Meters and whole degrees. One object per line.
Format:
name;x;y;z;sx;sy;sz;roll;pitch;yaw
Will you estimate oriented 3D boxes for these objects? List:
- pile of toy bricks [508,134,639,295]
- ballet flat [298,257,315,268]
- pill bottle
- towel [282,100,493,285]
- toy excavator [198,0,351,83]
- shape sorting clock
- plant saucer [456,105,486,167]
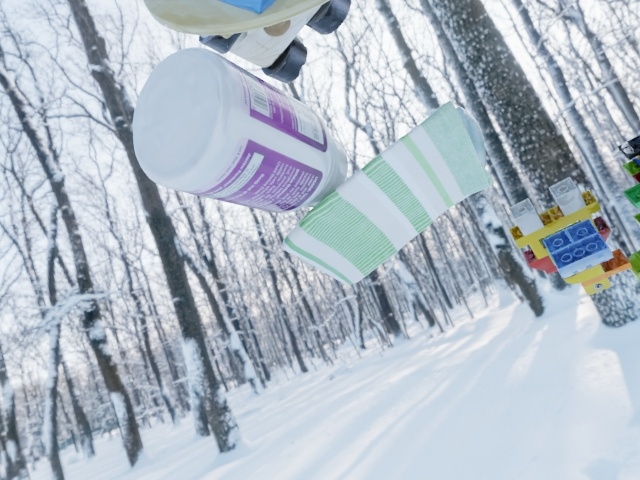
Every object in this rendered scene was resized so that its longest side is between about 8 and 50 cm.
pile of toy bricks;0.250;-0.008;0.318;0.212;0.105;0.118;-30;31;23
ballet flat;0.000;0.000;0.999;0.168;0.052;0.057;-54;4;41
pill bottle;-0.087;-0.129;0.676;0.169;0.170;0.301;-26;-19;27
towel;0.116;-0.051;0.797;0.324;0.038;0.247;-37;-34;15
toy excavator;-0.092;-0.632;0.991;0.222;0.446;0.433;10;-37;-44
shape sorting clock;-0.040;-0.224;0.371;0.206;0.206;0.040;-22;-34;7
plant saucer;0.330;-0.198;1.060;0.037;0.195;0.195;-8;-9;8
